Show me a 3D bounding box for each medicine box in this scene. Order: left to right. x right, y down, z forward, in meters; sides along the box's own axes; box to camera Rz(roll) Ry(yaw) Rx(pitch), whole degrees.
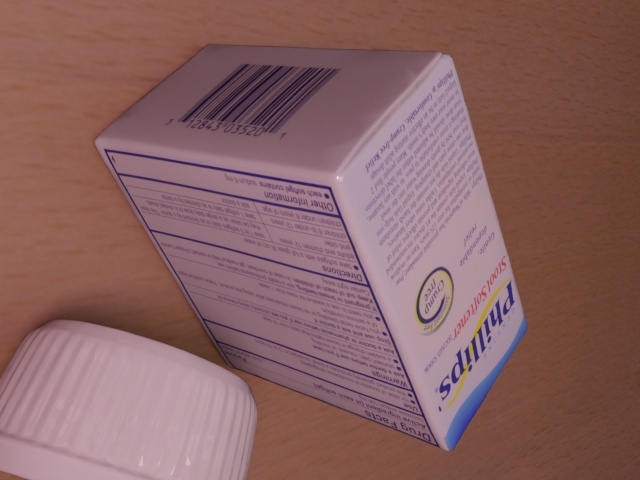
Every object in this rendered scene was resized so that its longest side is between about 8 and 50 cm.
[{"bbox_3d":[0.000,0.000,0.681,0.149,0.263,0.289,-49,132,-30],"label":"medicine box"}]

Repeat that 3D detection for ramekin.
[{"bbox_3d":[-0.144,0.138,0.603,0.207,0.207,0.109,40,60,-46],"label":"ramekin"}]
